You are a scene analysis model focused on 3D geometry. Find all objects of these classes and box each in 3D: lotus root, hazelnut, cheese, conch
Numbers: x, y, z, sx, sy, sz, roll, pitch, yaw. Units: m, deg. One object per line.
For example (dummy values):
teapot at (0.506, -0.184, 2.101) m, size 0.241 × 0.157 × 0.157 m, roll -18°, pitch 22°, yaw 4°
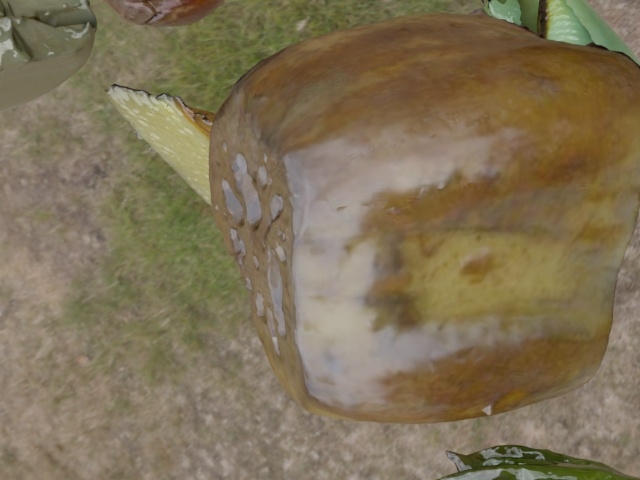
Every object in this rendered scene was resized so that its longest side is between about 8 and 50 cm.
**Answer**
lotus root at (0.041, -0.015, 0.671) m, size 0.316 × 0.250 × 0.316 m, roll 20°, pitch 114°, yaw 55°
hazelnut at (-0.184, -0.336, 1.055) m, size 0.182 × 0.182 × 0.182 m, roll 9°, pitch 111°, yaw 24°
cheese at (-0.327, -0.195, 0.943) m, size 0.091 × 0.202 × 0.175 m, roll 64°, pitch 152°, yaw 1°
conch at (0.212, -0.162, 0.880) m, size 0.143 × 0.137 × 0.250 m, roll -42°, pitch 69°, yaw 23°

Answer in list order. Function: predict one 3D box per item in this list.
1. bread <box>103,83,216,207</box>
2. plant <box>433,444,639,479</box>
bread at (0.000, 0.000, 0.983) m, size 0.346 × 0.405 × 0.242 m, roll 14°, pitch 94°, yaw 52°
plant at (0.226, 0.192, 0.667) m, size 0.333 × 0.180 × 0.251 m, roll -48°, pitch 56°, yaw 25°
